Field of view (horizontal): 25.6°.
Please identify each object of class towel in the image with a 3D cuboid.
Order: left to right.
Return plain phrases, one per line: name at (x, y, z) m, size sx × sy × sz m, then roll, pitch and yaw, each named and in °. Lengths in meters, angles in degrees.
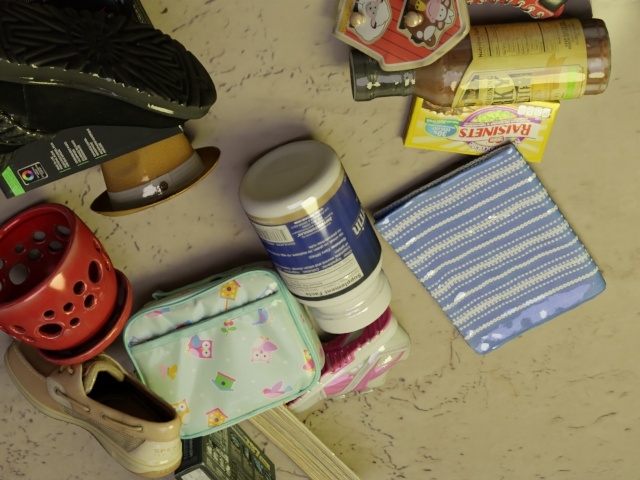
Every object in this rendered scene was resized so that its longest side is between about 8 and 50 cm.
towel at (0.260, 0.024, 2.115) m, size 0.243 × 0.040 × 0.336 m, roll -28°, pitch 127°, yaw 17°

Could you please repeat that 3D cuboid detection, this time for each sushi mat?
sushi mat at (-0.027, 0.339, 2.289) m, size 0.151 × 0.019 × 0.316 m, roll -1°, pitch 140°, yaw 48°

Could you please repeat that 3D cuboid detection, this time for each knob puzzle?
knob puzzle at (0.104, -0.303, 1.785) m, size 0.030 × 0.213 × 0.213 m, roll -19°, pitch 144°, yaw -50°

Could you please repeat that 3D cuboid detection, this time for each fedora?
fedora at (-0.233, -0.104, 1.909) m, size 0.194 × 0.194 × 0.079 m, roll -20°, pitch 110°, yaw 9°

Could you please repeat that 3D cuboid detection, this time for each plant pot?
plant pot at (-0.378, 0.069, 2.013) m, size 0.191 × 0.191 × 0.174 m, roll -26°, pitch 134°, yaw 13°

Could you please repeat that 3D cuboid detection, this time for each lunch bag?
lunch bag at (-0.152, 0.159, 2.112) m, size 0.279 × 0.108 × 0.224 m, roll -22°, pitch 101°, yaw 7°

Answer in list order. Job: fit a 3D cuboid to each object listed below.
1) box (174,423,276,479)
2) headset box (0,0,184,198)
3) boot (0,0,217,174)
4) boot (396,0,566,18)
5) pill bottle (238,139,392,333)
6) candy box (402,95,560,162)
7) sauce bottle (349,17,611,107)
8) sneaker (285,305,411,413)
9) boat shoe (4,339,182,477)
box at (-0.149, 0.368, 2.251) m, size 0.059 × 0.183 × 0.232 m, roll -27°, pitch 125°, yaw 14°
headset box at (-0.354, -0.219, 1.832) m, size 0.283 × 0.131 × 0.246 m, roll -19°, pitch 125°, yaw 9°
boot at (-0.328, -0.157, 1.712) m, size 0.348 × 0.131 × 0.260 m, roll 11°, pitch 138°, yaw -32°
boot at (0.220, -0.321, 1.848) m, size 0.244 × 0.088 × 0.176 m, roll -32°, pitch 128°, yaw 17°
pill bottle at (0.000, 0.000, 2.016) m, size 0.153 × 0.153 × 0.264 m, roll -20°, pitch 126°, yaw 9°
candy box at (0.227, -0.169, 1.992) m, size 0.206 × 0.027 × 0.105 m, roll 6°, pitch 129°, yaw -10°
sauce bottle at (0.212, -0.234, 1.893) m, size 0.344 × 0.111 × 0.111 m, roll -5°, pitch 126°, yaw 0°
sneaker at (0.042, 0.204, 2.201) m, size 0.252 × 0.103 × 0.111 m, roll -35°, pitch 125°, yaw 24°
boat shoe at (-0.330, 0.213, 2.074) m, size 0.341 × 0.122 × 0.110 m, roll 29°, pitch 129°, yaw 25°
